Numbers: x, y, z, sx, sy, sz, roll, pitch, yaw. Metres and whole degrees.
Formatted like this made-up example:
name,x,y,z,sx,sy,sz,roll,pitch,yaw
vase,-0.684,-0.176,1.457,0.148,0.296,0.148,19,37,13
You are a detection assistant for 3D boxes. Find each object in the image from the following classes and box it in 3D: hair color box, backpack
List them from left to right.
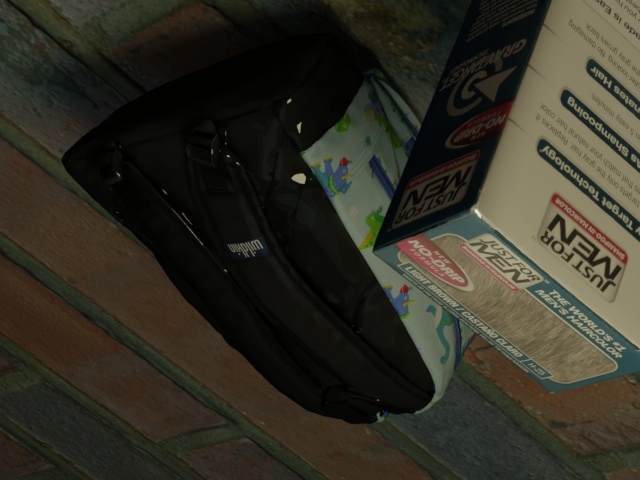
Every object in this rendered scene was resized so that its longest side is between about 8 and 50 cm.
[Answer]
name,x,y,z,sx,sy,sz,roll,pitch,yaw
backpack,0.000,0.000,1.601,0.290,0.273,0.355,-14,111,41
hair color box,0.176,-0.093,1.227,0.174,0.347,0.105,38,145,-23
